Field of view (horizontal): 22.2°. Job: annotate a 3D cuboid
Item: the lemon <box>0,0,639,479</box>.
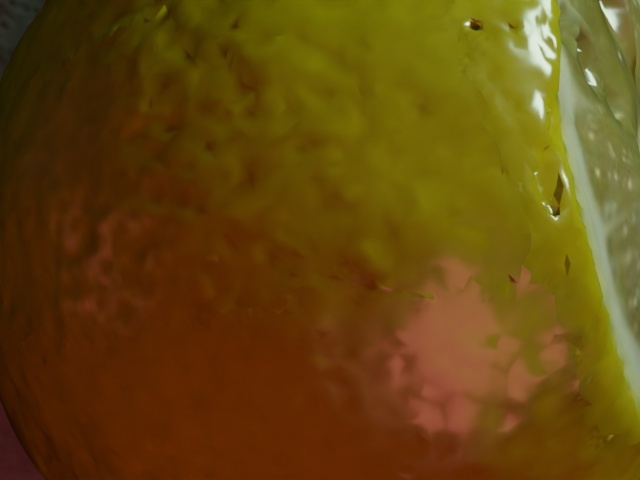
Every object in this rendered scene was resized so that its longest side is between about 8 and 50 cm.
[{"bbox_3d":[0.000,0.000,0.502,0.219,0.240,0.240,-11,132,24],"label":"lemon"}]
